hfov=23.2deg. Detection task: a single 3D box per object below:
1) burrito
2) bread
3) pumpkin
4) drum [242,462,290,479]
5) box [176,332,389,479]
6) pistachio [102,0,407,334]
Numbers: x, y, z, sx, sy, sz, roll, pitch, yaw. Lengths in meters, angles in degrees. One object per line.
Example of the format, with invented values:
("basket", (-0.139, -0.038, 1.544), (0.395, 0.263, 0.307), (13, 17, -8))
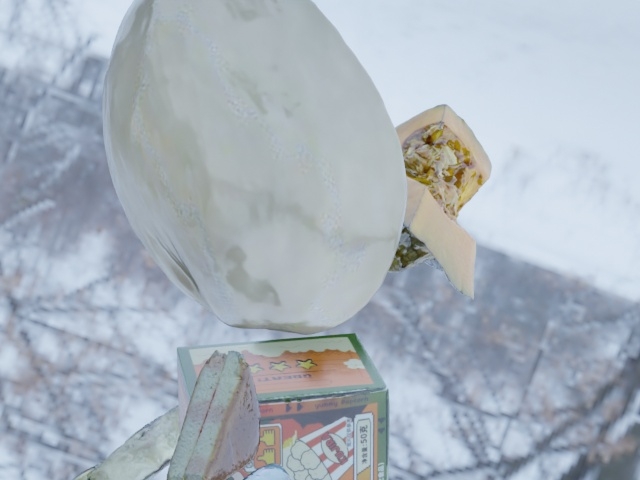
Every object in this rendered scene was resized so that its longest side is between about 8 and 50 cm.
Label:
("burrito", (-0.219, 0.266, 1.981), (0.063, 0.229, 0.058), (0, 120, 55))
("bread", (-0.071, 0.139, 1.129), (0.043, 0.109, 0.062), (1, 152, 29))
("pumpkin", (0.119, -0.033, 1.855), (0.126, 0.248, 0.131), (-20, 123, 30))
("drum", (-0.063, 0.215, 1.067), (0.130, 0.049, 0.253), (40, -159, 25))
("box", (-0.036, 0.205, 1.427), (0.178, 0.194, 0.148), (-3, -162, -10))
("pistachio", (-0.059, -0.082, 1.218), (0.226, 0.331, 0.208), (-22, 179, 17))
